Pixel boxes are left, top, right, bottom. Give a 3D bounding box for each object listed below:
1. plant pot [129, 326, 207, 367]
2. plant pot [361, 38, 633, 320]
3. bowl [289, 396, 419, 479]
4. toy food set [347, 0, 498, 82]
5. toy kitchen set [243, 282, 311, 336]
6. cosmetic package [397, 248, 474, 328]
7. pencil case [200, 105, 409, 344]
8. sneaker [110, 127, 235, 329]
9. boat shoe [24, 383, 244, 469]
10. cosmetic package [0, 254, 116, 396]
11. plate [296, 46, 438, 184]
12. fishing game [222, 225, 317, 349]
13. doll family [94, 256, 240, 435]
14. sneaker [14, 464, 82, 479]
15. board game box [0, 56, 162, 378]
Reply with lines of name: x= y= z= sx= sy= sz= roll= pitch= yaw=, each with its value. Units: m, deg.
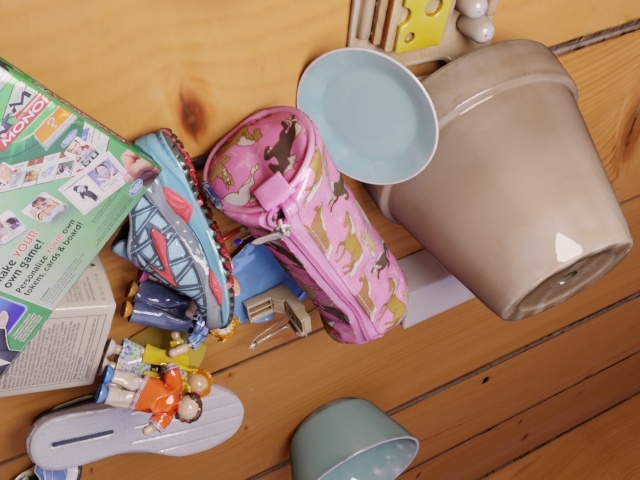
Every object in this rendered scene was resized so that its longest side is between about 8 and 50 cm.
plant pot: x=-0.226 y=0.167 z=0.964 sx=0.083 sy=0.081 sz=0.081 roll=-40 pitch=144 yaw=-10
plant pot: x=0.255 y=-0.054 z=0.856 sx=0.323 sy=0.280 sz=0.323 roll=-21 pitch=154 yaw=-11
bowl: x=0.054 y=0.479 z=1.438 sx=0.311 sy=0.163 sz=0.311 roll=-19 pitch=140 yaw=-17
toy food set: x=0.157 y=-0.305 z=0.699 sx=0.220 sy=0.092 sz=0.306 roll=-17 pitch=144 yaw=-20
toy kitchen set: x=-0.063 y=0.127 z=0.957 sx=0.075 sy=0.083 sz=0.068 roll=-23 pitch=135 yaw=-20
cosmetic package: x=0.240 y=0.065 z=1.187 sx=0.231 sy=0.085 sz=0.117 roll=-19 pitch=140 yaw=-15
pencil case: x=0.000 y=0.000 z=0.844 sx=0.167 sy=0.160 sz=0.386 roll=-61 pitch=143 yaw=-19
sneaker: x=-0.186 y=0.000 z=0.761 sx=0.125 sy=0.104 sz=0.262 roll=-19 pitch=111 yaw=-2
boat shoe: x=-0.295 y=0.279 z=1.011 sx=0.335 sy=0.119 sz=0.121 roll=2 pitch=98 yaw=-28
cosmetic package: x=-0.416 y=0.101 z=0.722 sx=0.309 sy=0.113 sz=0.160 roll=1 pitch=131 yaw=-36
plate: x=0.058 y=-0.151 z=0.766 sx=0.024 sy=0.188 sz=0.188 roll=-53 pitch=158 yaw=-39
fishing game: x=-0.075 y=0.050 z=0.977 sx=0.189 sy=0.041 sz=0.264 roll=-32 pitch=138 yaw=-15
doll family: x=-0.199 y=0.130 z=0.861 sx=0.163 sy=0.118 sz=0.263 roll=22 pitch=77 yaw=-24
sneaker: x=-0.503 y=0.441 z=1.070 sx=0.211 sy=0.080 sz=0.081 roll=-51 pitch=134 yaw=6
board game box: x=-0.330 y=-0.002 z=0.587 sx=0.317 sy=0.046 sz=0.213 roll=-51 pitch=134 yaw=3
